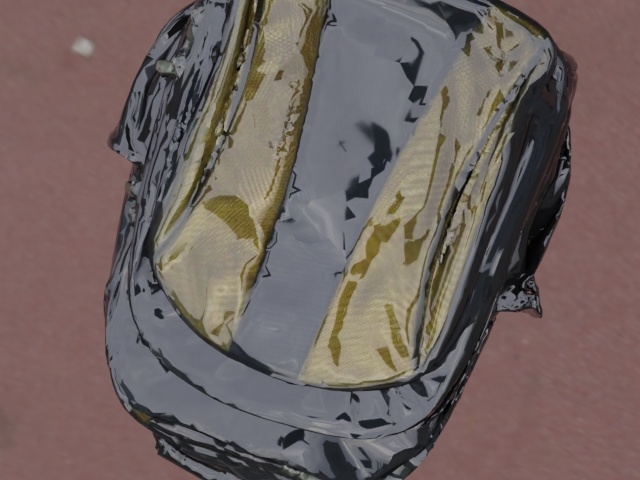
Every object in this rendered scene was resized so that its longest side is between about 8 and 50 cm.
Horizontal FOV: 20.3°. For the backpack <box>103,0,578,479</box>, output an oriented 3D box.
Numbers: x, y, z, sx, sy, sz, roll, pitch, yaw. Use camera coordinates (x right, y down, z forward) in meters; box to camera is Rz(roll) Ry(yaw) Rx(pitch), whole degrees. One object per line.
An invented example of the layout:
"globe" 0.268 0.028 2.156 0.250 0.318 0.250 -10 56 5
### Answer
"backpack" 0.000 0.000 0.792 0.206 0.133 0.258 22 101 7
